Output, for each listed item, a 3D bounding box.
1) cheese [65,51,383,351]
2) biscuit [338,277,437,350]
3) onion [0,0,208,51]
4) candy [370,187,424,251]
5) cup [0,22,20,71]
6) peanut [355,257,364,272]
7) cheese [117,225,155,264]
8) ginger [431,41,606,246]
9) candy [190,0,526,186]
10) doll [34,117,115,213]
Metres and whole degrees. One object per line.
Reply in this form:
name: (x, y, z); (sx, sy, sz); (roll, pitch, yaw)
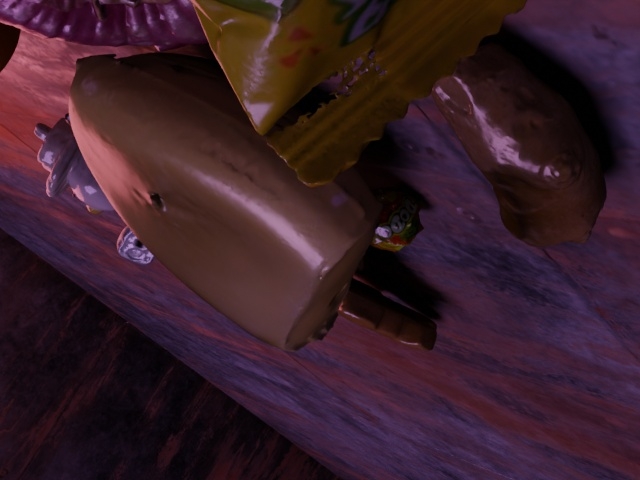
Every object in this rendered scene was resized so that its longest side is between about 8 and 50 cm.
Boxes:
cheese: (-0.099, -0.050, 0.970); (0.316, 0.128, 0.259); (41, 145, 9)
biscuit: (0.027, 0.061, 1.244); (0.238, 0.041, 0.212); (30, -174, 30)
onion: (-0.111, -0.203, 0.575); (0.230, 0.163, 0.230); (-9, 154, -4)
candy: (0.024, -0.035, 1.037); (0.060, 0.060, 0.201); (42, 171, -32)
cup: (-0.403, -0.225, 0.969); (0.182, 0.226, 0.264); (62, -175, 24)
peanut: (0.000, 0.000, 1.177); (0.113, 0.054, 0.054); (34, 165, -15)
cheese: (-0.154, -0.051, 1.147); (0.127, 0.050, 0.235); (23, 132, -21)
ginger: (0.130, -0.056, 0.699); (0.095, 0.069, 0.190); (14, 157, 36)
candy: (-0.017, -0.166, 0.456); (0.297, 0.187, 0.081); (48, -177, -38)
doll: (-0.204, -0.054, 1.278); (0.293, 0.119, 0.138); (31, -158, -2)
